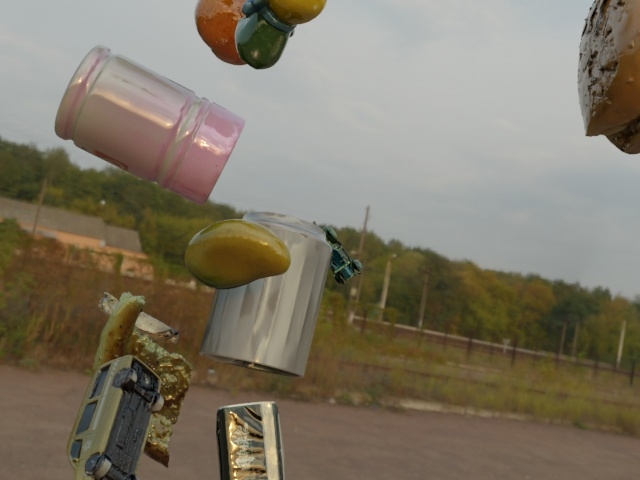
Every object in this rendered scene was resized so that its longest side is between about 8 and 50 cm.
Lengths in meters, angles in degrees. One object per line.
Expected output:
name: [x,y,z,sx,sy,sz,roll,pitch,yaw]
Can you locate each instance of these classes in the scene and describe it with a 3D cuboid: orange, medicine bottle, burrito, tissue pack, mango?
orange: [-0.246,-0.582,1.931,0.170,0.223,0.224,-19,-14,14]
medicine bottle: [-0.329,-0.221,1.389,0.316,0.202,0.202,27,-8,-10]
burrito: [-0.477,0.211,1.862,0.230,0.058,0.063,32,-16,-9]
tissue pack: [-0.094,0.308,0.965,0.091,0.170,0.103,-3,-15,-8]
mango: [-0.150,0.021,1.252,0.191,0.122,0.085,-18,10,17]

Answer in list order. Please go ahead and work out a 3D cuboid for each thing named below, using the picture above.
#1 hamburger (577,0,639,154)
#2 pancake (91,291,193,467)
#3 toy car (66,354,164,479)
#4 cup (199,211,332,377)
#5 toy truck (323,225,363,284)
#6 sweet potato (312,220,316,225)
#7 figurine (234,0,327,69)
hamburger: [0.538,-0.309,1.185,0.174,0.304,0.284,12,-36,0]
pancake: [-0.356,0.289,1.454,0.198,0.376,0.054,-18,13,-17]
toy car: [-0.353,0.324,1.193,0.125,0.256,0.101,-19,-50,24]
cup: [-0.101,0.133,1.607,0.237,0.326,0.323,6,-17,21]
toy truck: [0.035,0.044,1.862,0.154,0.080,0.078,52,14,-5]
sweet potato: [0.000,0.000,1.771,0.026,0.026,0.115,18,35,-52]
figurine: [-0.061,-0.429,1.261,0.128,0.185,0.234,24,-51,-12]
